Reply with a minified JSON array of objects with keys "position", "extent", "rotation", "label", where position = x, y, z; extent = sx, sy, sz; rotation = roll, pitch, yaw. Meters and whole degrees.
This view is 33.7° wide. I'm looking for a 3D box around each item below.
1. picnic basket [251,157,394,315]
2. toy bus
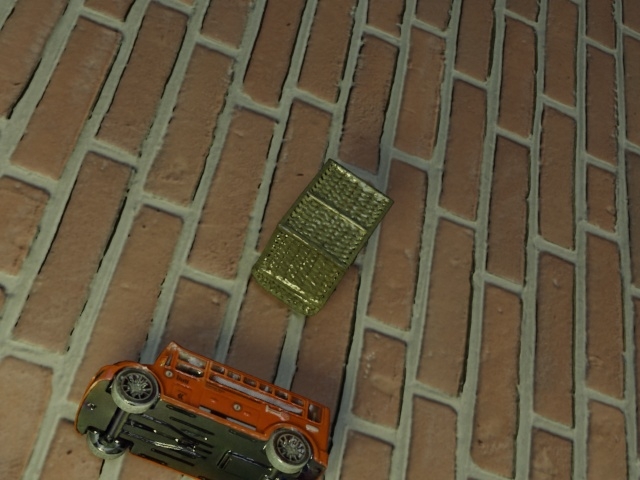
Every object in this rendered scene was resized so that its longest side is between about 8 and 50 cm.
[{"position":[0.000,0.000,1.679],"extent":[0.134,0.154,0.196],"rotation":[32,44,3],"label":"picnic basket"},{"position":[-0.157,0.244,1.437],"extent":[0.329,0.143,0.153],"rotation":[23,40,-11],"label":"toy bus"}]
